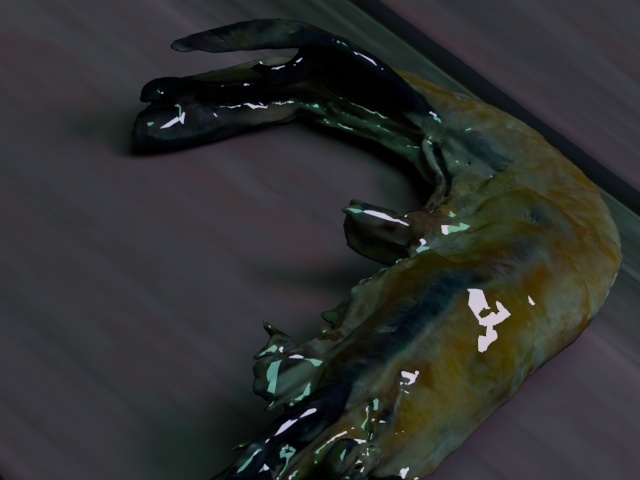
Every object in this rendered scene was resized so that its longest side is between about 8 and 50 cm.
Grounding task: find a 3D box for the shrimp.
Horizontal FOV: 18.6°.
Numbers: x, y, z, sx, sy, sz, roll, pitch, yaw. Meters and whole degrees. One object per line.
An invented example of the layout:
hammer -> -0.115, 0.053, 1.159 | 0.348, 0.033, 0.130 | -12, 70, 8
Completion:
shrimp -> 0.000, 0.000, 0.570 | 0.152, 0.046, 0.219 | 36, 42, 9
